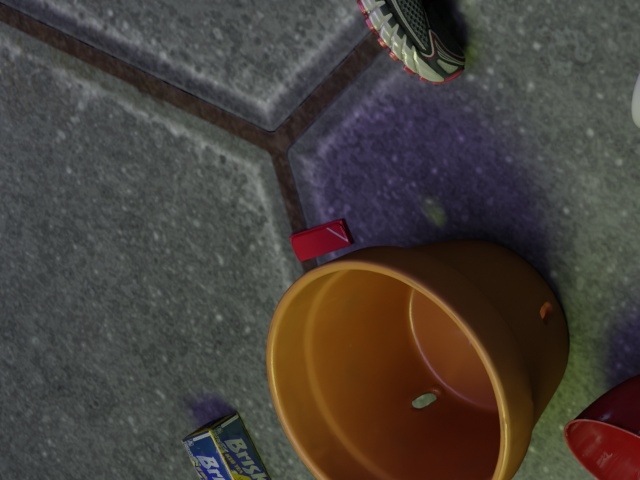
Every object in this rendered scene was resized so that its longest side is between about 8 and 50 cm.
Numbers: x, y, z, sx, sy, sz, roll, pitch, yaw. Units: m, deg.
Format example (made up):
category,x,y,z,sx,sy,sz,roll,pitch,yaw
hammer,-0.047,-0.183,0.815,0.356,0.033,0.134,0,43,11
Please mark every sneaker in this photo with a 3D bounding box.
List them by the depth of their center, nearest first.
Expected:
category,x,y,z,sx,sy,sz,roll,pitch,yaw
sneaker,0.072,-0.292,1.914,0.112,0.121,0.299,-23,104,12

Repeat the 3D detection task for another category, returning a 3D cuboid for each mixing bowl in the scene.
category,x,y,z,sx,sy,sz,roll,pitch,yaw
mixing bowl,0.338,0.192,1.901,0.181,0.098,0.181,30,158,13

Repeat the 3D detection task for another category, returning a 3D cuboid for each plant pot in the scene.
category,x,y,z,sx,sy,sz,roll,pitch,yaw
plant pot,0.119,0.125,1.996,0.291,0.203,0.291,17,118,33

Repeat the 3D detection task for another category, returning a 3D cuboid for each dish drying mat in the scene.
category,x,y,z,sx,sy,sz,roll,pitch,yaw
dish drying mat,0.000,0.000,2.167,0.083,0.008,0.032,-18,98,42

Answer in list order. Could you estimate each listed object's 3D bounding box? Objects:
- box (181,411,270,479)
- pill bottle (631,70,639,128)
category,x,y,z,sx,sy,sz,roll,pitch,yaw
box,-0.097,0.296,2.343,0.054,0.059,0.169,-24,94,40
pill bottle,0.384,-0.112,1.742,0.193,0.108,0.108,28,125,27
